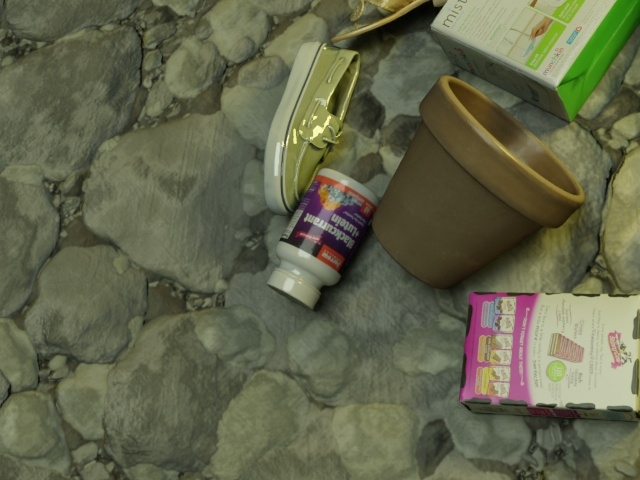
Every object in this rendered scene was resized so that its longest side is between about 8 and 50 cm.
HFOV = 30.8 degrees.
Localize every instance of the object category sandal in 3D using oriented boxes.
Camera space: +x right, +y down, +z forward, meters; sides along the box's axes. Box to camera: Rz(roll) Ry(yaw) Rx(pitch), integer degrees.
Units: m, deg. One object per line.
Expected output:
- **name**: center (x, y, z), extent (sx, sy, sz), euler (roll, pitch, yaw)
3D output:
- **sandal**: center (0.118, -0.387, 1.828), extent (0.240, 0.088, 0.079), euler (-18, 101, 9)

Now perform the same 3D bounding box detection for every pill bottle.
- **pill bottle**: center (0.000, 0.000, 1.726), extent (0.108, 0.108, 0.193), euler (25, 81, 28)

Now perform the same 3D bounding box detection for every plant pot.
- **plant pot**: center (0.195, -0.063, 1.613), extent (0.229, 0.263, 0.263), euler (-49, 59, 20)

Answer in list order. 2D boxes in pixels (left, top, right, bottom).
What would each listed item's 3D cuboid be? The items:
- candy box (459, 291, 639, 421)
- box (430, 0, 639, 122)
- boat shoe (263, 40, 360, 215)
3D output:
- **candy box**: center (0.313, 0.154, 1.558), extent (0.233, 0.071, 0.159), euler (0, 70, 23)
- **box**: center (0.334, -0.349, 1.714), extent (0.231, 0.127, 0.262), euler (31, 84, 30)
- **boat shoe**: center (-0.013, -0.180, 1.804), extent (0.094, 0.109, 0.302), euler (5, 70, 22)
